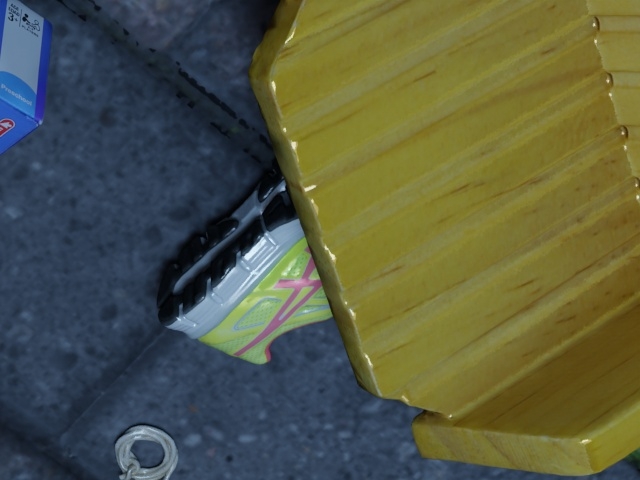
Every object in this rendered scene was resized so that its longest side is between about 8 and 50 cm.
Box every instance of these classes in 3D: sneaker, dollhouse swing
[{"bbox_3d":[0.000,0.000,1.103,0.208,0.081,0.094,-38,122,18],"label":"sneaker"},{"bbox_3d":[0.194,-0.041,0.949,0.315,0.305,0.347,-31,118,-22],"label":"dollhouse swing"}]

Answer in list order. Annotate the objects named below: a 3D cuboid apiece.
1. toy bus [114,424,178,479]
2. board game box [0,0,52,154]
[{"bbox_3d":[-0.106,0.260,1.193,0.202,0.104,0.191,39,105,-21],"label":"toy bus"},{"bbox_3d":[-0.345,-0.062,0.938,0.347,0.078,0.233,-31,132,30],"label":"board game box"}]
